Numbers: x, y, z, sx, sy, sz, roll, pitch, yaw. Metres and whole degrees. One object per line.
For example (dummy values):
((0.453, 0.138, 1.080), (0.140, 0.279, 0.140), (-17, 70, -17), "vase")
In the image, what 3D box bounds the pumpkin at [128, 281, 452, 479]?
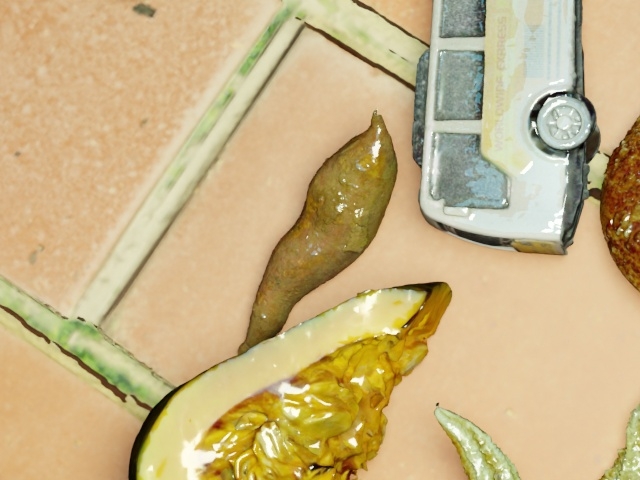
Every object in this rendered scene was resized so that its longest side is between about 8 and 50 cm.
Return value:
((-0.003, 0.163, 1.392), (0.280, 0.139, 0.190), (-25, 77, 7), "pumpkin")

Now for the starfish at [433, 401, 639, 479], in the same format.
((0.161, 0.274, 1.378), (0.358, 0.078, 0.347), (-20, 88, -7), "starfish")

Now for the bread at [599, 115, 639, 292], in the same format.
((0.293, -0.027, 1.393), (0.193, 0.064, 0.193), (-6, 67, 16), "bread")

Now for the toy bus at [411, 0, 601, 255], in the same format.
((0.145, -0.163, 1.431), (0.138, 0.097, 0.342), (3, 83, 10), "toy bus")

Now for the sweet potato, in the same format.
((0.005, -0.001, 1.455), (0.068, 0.068, 0.226), (34, 107, 10), "sweet potato")
